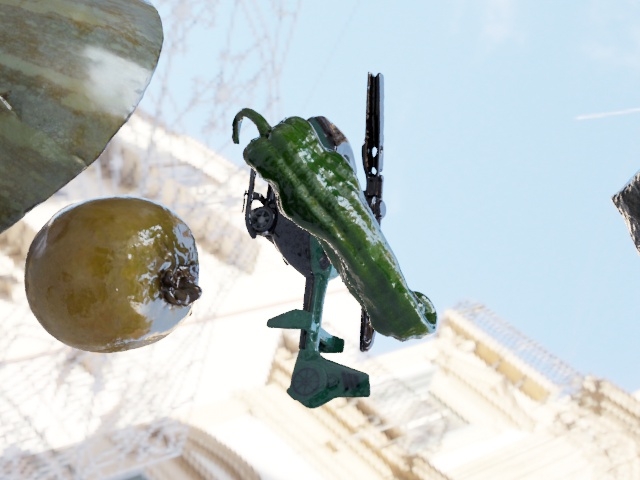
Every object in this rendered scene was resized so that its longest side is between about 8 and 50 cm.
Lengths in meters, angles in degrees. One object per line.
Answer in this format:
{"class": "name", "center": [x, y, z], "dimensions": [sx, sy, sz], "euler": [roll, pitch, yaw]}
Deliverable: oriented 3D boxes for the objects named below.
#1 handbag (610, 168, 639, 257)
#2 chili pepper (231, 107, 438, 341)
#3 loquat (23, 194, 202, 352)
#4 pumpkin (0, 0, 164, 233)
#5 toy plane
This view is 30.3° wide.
{"class": "handbag", "center": [0.409, -0.007, 1.324], "dimensions": [0.270, 0.089, 0.175], "euler": [91, -15, -77]}
{"class": "chili pepper", "center": [0.014, -0.013, 1.024], "dimensions": [0.074, 0.100, 0.257], "euler": [-33, -80, 0]}
{"class": "loquat", "center": [-0.177, 0.029, 1.016], "dimensions": [0.163, 0.163, 0.137], "euler": [-4, -100, 44]}
{"class": "pumpkin", "center": [-0.202, -0.088, 0.654], "dimensions": [0.217, 0.110, 0.217], "euler": [-26, -140, 25]}
{"class": "toy plane", "center": [0.000, 0.000, 1.316], "dimensions": [0.155, 0.106, 0.381], "euler": [-4, -114, 25]}
